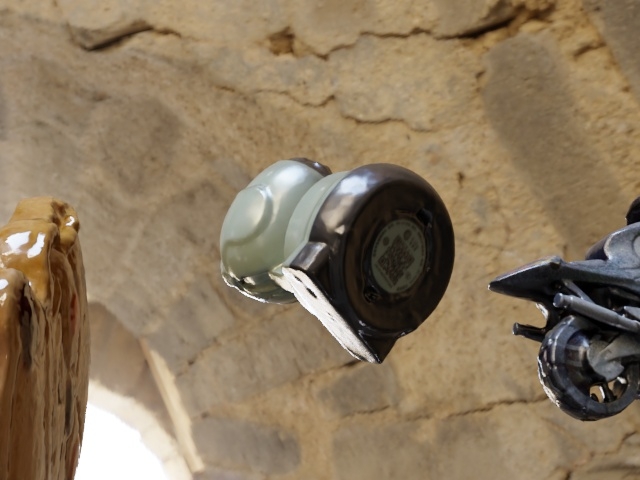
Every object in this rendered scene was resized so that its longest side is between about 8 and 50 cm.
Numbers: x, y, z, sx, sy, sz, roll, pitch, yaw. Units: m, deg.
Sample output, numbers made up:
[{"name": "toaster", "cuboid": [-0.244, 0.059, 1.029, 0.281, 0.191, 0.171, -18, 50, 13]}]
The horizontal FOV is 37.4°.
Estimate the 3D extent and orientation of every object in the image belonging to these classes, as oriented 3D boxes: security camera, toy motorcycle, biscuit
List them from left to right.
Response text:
[{"name": "biscuit", "cuboid": [-0.262, 0.149, 0.863, 0.455, 0.078, 0.350, -109, -154, -72]}, {"name": "security camera", "cuboid": [0.000, 0.000, 1.099, 0.277, 0.191, 0.197, 11, -33, 50]}, {"name": "toy motorcycle", "cuboid": [0.302, 0.047, 0.875, 0.173, 0.307, 0.108, 63, -29, 14]}]
